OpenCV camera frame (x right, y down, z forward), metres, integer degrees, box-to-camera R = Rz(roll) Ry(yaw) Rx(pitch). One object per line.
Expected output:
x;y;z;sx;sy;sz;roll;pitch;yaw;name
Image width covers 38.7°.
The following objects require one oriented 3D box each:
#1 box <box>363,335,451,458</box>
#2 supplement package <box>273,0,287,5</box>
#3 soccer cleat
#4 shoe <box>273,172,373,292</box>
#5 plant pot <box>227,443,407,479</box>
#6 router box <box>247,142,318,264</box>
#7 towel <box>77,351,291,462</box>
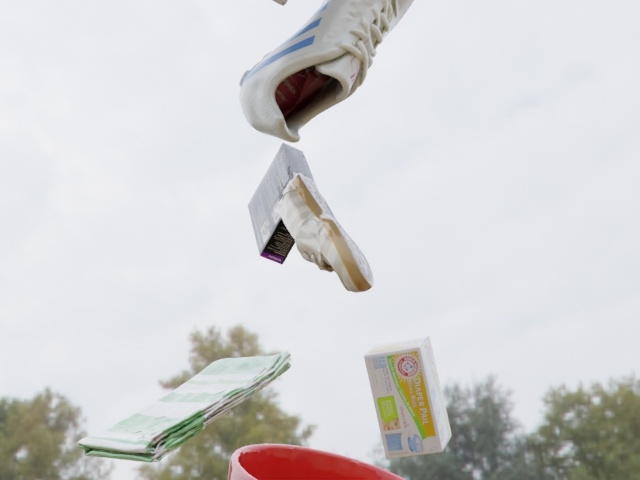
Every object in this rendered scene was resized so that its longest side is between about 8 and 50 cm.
0.165;0.293;1.714;0.114;0.203;0.103;-13;2;18;box
-0.110;-0.440;1.115;0.198;0.262;0.199;24;-76;-25;supplement package
0.039;-0.253;1.150;0.331;0.143;0.116;-47;-51;2;soccer cleat
0.000;0.000;1.041;0.058;0.219;0.076;-38;-54;5;shoe
-0.012;0.418;1.155;0.275;0.243;0.275;15;1;0;plant pot
-0.062;-0.064;1.485;0.046;0.179;0.133;22;-67;-22;router box
-0.230;0.280;1.566;0.325;0.038;0.248;-30;12;-41;towel
